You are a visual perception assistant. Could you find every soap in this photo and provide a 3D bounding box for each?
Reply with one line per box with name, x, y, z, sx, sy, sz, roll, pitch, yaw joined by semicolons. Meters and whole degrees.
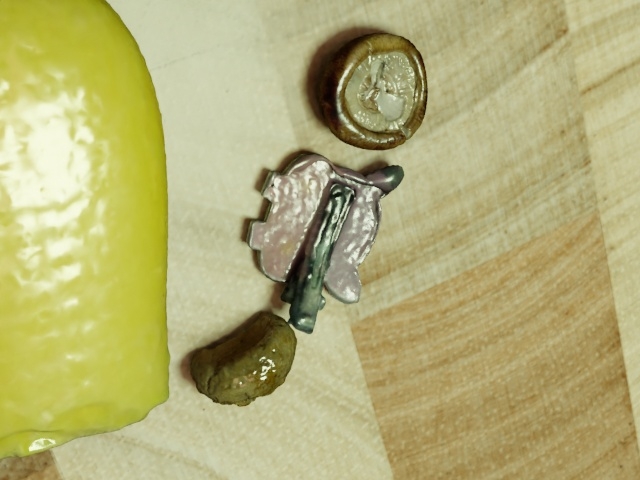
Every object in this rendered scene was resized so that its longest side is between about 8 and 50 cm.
soap;-0.278;-0.020;0.916;0.306;0.115;0.427;-7;109;-19

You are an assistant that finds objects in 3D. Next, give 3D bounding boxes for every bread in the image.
bread;-0.071;0.126;1.081;0.113;0.082;0.060;-28;119;-11

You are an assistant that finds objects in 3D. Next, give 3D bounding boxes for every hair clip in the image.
hair clip;-0.004;-0.001;1.092;0.146;0.056;0.187;13;92;-27

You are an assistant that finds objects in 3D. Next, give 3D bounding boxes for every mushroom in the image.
mushroom;0.053;-0.147;1.063;0.123;0.052;0.123;-11;111;-30
